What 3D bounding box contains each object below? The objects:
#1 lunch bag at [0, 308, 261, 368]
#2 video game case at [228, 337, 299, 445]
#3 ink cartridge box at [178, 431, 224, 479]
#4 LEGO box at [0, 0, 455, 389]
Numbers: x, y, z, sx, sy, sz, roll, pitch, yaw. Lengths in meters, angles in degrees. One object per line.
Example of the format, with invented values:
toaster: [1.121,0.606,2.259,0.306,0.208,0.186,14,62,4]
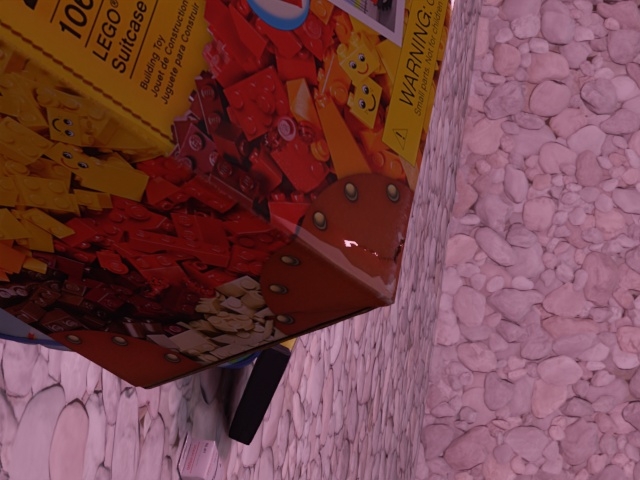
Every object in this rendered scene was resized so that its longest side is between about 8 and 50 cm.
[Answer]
lunch bag: [-0.132,-0.003,1.135,0.090,0.219,0.176,25,71,-78]
video game case: [-0.027,0.078,1.820,0.275,0.035,0.248,112,2,-60]
ink cartridge box: [-0.129,0.249,1.722,0.083,0.028,0.048,79,20,-52]
LEGO box: [-0.111,-0.240,0.765,0.372,0.193,0.500,34,53,-31]
